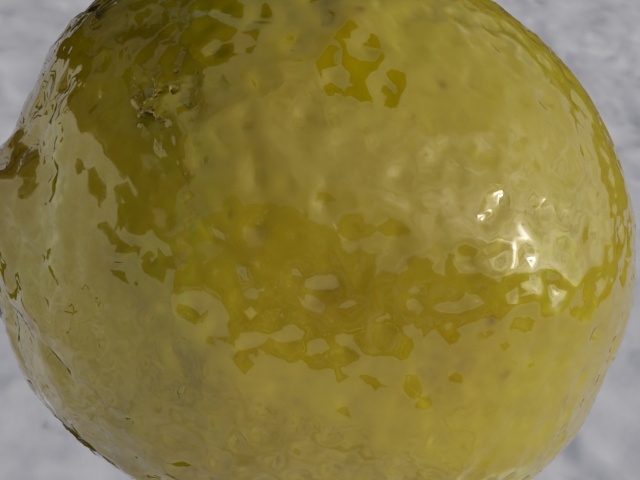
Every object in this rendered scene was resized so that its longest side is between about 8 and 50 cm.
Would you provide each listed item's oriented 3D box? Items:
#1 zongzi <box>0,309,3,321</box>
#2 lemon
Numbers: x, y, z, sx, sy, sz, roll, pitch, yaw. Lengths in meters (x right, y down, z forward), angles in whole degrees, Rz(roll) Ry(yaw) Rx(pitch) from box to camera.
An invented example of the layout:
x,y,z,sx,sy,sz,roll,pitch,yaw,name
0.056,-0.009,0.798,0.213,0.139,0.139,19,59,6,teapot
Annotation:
x,y,z,sx,sy,sz,roll,pitch,yaw,name
-0.260,-0.001,1.362,0.360,0.160,0.323,60,10,33,zongzi
-0.002,-0.001,0.655,0.336,0.336,0.336,13,21,-5,lemon
